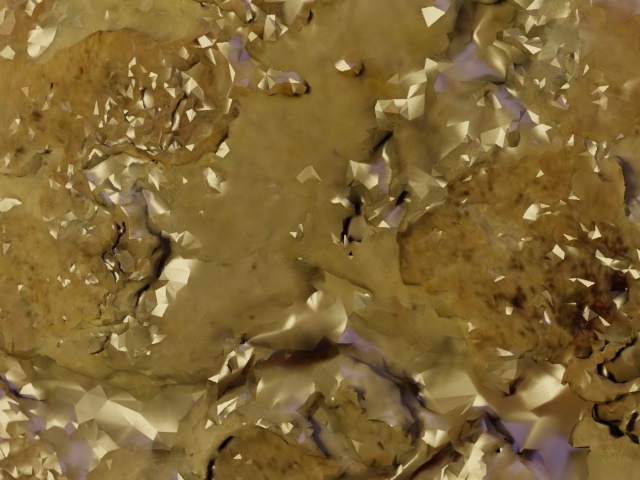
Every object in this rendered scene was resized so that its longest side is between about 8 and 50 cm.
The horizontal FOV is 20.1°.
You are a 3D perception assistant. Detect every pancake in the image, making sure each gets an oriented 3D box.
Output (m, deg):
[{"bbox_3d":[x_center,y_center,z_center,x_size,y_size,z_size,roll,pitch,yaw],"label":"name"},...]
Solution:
[{"bbox_3d":[0.000,0.001,0.694,0.387,0.082,0.387,2,96,22],"label":"pancake"}]
